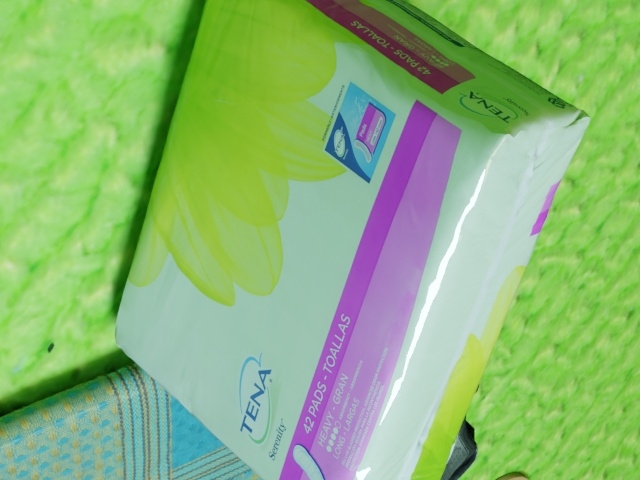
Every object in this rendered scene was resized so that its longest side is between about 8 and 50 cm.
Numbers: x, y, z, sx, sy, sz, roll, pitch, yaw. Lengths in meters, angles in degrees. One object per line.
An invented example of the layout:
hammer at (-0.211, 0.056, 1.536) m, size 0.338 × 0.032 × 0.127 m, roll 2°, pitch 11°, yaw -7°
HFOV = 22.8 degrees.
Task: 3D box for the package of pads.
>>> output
package of pads at (0.000, 0.000, 0.930) m, size 0.101 × 0.229 × 0.296 m, roll -15°, pitch 133°, yaw -45°

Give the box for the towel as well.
towel at (-0.161, 0.196, 1.115) m, size 0.370 × 0.040 × 0.271 m, roll -20°, pitch 135°, yaw -28°

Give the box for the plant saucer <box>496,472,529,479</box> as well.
plant saucer at (0.170, 0.258, 1.514) m, size 0.083 × 0.013 × 0.083 m, roll -26°, pitch 139°, yaw -25°

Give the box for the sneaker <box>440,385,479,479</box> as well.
sneaker at (0.081, 0.189, 1.309) m, size 0.106 × 0.078 × 0.234 m, roll -15°, pitch 131°, yaw -32°
